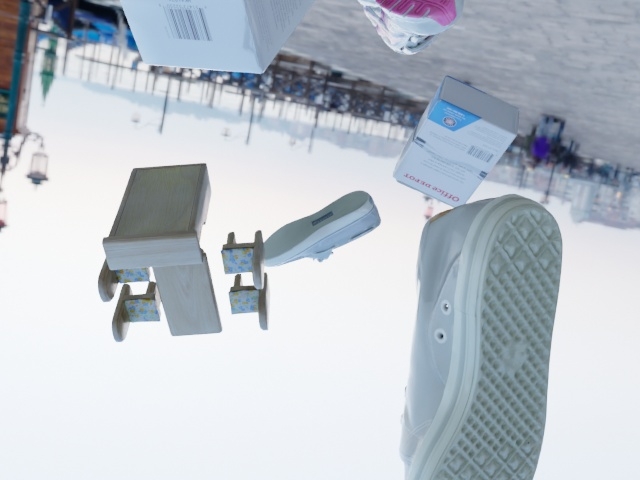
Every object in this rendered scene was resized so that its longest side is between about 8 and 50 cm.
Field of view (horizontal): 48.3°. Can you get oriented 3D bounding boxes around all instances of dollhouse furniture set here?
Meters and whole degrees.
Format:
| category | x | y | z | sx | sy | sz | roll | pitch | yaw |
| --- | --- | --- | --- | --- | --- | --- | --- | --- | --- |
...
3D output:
| category | x | y | z | sx | sy | sz | roll | pitch | yaw |
| --- | --- | --- | --- | --- | --- | --- | --- | --- | --- |
| dollhouse furniture set | -0.184 | 0.047 | 0.924 | 0.212 | 0.242 | 0.161 | -4 | -144 | 1 |

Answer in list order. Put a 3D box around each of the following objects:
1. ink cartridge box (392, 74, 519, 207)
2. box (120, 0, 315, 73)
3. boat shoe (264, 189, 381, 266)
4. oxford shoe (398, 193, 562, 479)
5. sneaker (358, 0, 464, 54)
| category | x | y | z | sx | sy | sz | roll | pitch | yaw |
| --- | --- | --- | --- | --- | --- | --- | --- | --- | --- |
| ink cartridge box | 0.226 | -0.162 | 1.211 | 0.140 | 0.190 | 0.082 | 24 | -131 | -4 |
| box | -0.131 | -0.434 | 1.127 | 0.215 | 0.168 | 0.345 | 9 | -131 | 21 |
| boat shoe | 0.000 | -0.001 | 1.228 | 0.228 | 0.081 | 0.079 | -27 | -146 | 12 |
| oxford shoe | 0.156 | 0.164 | 0.787 | 0.169 | 0.449 | 0.130 | -2 | -165 | -31 |
| sneaker | 0.126 | -0.301 | 0.931 | 0.111 | 0.103 | 0.252 | 52 | -175 | -29 |
